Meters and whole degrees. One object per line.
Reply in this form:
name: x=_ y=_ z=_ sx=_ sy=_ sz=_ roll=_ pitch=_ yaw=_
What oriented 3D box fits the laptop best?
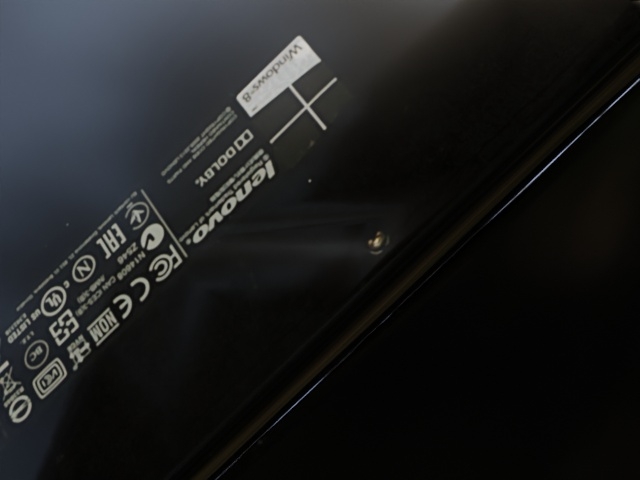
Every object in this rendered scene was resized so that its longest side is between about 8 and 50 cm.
laptop: x=0.009 y=0.061 z=0.525 sx=0.236 sy=0.382 sz=0.408 roll=39 pitch=-169 yaw=-48
